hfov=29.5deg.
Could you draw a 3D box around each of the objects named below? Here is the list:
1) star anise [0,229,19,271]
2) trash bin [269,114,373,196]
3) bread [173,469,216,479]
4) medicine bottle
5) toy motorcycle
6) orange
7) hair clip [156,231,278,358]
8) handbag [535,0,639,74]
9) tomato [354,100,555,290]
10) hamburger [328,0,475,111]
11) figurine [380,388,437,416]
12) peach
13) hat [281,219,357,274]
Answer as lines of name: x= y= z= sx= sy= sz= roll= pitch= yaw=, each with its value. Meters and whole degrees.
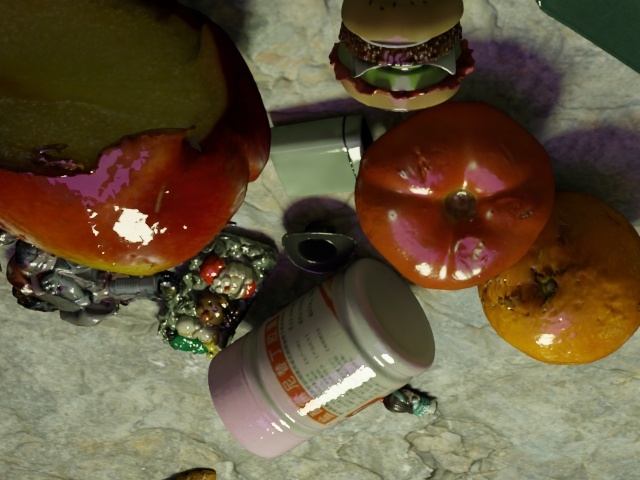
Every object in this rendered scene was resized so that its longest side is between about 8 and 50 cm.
star anise: x=-0.550 y=-0.014 z=1.836 sx=0.197 sy=0.073 sz=0.212 roll=23 pitch=137 yaw=-27
trash bin: x=0.007 y=-0.114 z=1.663 sx=0.130 sy=0.059 sz=0.116 roll=-6 pitch=140 yaw=14
bread: x=-0.289 y=0.549 z=2.550 sx=0.105 sy=0.076 sz=0.233 roll=29 pitch=138 yaw=-26
medicine bottle: x=0.000 y=0.186 z=1.899 sx=0.316 sy=0.202 sz=0.202 roll=-35 pitch=129 yaw=25
toy motorcycle: x=-0.313 y=0.039 z=1.827 sx=0.401 sy=0.134 sz=0.207 roll=-4 pitch=151 yaw=18
orange: x=0.340 y=0.052 z=1.701 sx=0.246 sy=0.246 sz=0.246 roll=3 pitch=143 yaw=2
hair clip: x=-0.176 y=0.108 z=1.944 sx=0.138 sy=0.091 sz=0.321 roll=17 pitch=140 yaw=-12
handbag: x=0.413 y=-0.291 z=1.371 sx=0.326 sy=0.089 sz=0.238 roll=27 pitch=136 yaw=-28
tomato: x=0.172 y=-0.066 z=1.589 sx=0.259 sy=0.180 sz=0.260 roll=-1 pitch=105 yaw=-2
hamburger: x=0.092 y=-0.244 z=1.410 sx=0.175 sy=0.175 sz=0.137 roll=0 pitch=129 yaw=5
figurine: x=0.158 y=0.293 z=2.197 sx=0.106 sy=0.047 sz=0.060 roll=17 pitch=177 yaw=-28
peach: x=-0.281 y=-0.139 z=1.431 sx=0.416 sy=0.339 sz=0.353 roll=32 pitch=135 yaw=-25
hat: x=0.000 y=0.000 z=1.819 sx=0.121 sy=0.050 sz=0.121 roll=6 pitch=147 yaw=4
